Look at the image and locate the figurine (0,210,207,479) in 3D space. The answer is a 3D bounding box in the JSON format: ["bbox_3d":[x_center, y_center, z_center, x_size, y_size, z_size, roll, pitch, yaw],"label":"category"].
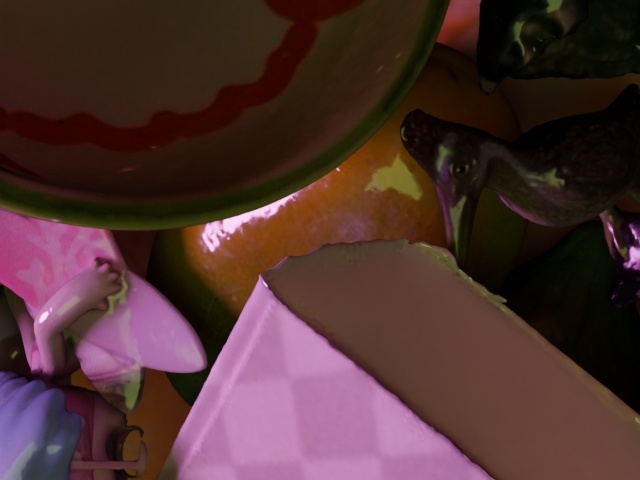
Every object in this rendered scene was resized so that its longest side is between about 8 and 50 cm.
[{"bbox_3d":[-0.157,0.043,0.751,0.205,0.103,0.260,-8,79,52],"label":"figurine"}]

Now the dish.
[{"bbox_3d":[-0.106,-0.158,0.618,0.324,0.324,0.124,49,155,-14],"label":"dish"}]

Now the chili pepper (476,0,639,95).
[{"bbox_3d":[0.206,-0.135,0.631,0.265,0.116,0.148,4,111,7],"label":"chili pepper"}]

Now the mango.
[{"bbox_3d":[0.000,0.000,0.738,0.156,0.114,0.251,43,126,-10],"label":"mango"}]

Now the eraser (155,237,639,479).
[{"bbox_3d":[0.014,0.168,0.737,0.213,0.082,0.397,40,142,8],"label":"eraser"}]

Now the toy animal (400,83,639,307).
[{"bbox_3d":[0.115,-0.030,0.657,0.202,0.105,0.070,7,165,-33],"label":"toy animal"}]

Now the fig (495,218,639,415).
[{"bbox_3d":[0.125,0.065,0.741,0.123,0.123,0.156,30,110,-4],"label":"fig"}]
